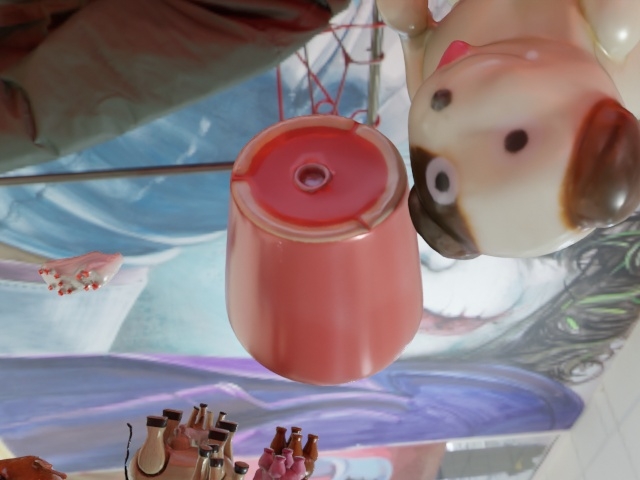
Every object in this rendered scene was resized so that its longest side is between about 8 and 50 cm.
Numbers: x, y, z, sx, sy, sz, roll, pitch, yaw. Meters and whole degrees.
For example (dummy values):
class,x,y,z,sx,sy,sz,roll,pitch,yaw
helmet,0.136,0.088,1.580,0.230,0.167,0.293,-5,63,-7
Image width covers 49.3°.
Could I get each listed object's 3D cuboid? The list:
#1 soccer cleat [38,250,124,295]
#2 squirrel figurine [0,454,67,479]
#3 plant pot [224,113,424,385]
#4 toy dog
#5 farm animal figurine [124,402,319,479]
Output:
class,x,y,z,sx,sy,sz,roll,pitch,yaw
soccer cleat,-0.422,0.055,1.230,0.076,0.196,0.068,-46,122,-42
squirrel figurine,-0.390,0.455,0.829,0.370,0.397,0.281,36,-29,23
plant pot,0.000,0.000,0.851,0.243,0.275,0.275,87,-2,-52
toy dog,0.216,-0.157,0.732,0.395,0.284,0.408,60,43,-29
farm animal figurine,-0.161,0.370,1.049,0.330,0.326,0.172,19,81,-65
